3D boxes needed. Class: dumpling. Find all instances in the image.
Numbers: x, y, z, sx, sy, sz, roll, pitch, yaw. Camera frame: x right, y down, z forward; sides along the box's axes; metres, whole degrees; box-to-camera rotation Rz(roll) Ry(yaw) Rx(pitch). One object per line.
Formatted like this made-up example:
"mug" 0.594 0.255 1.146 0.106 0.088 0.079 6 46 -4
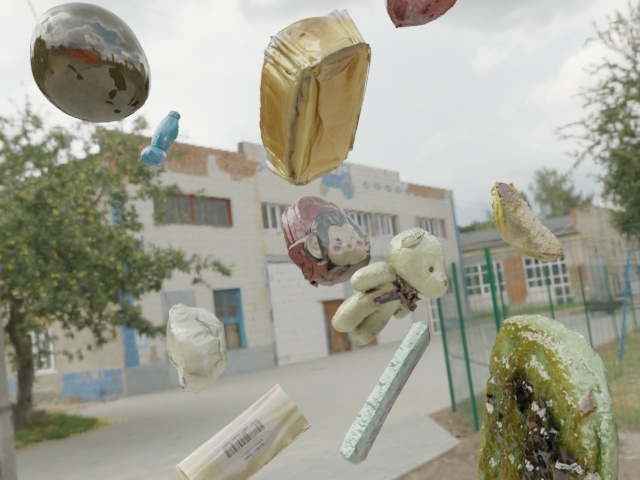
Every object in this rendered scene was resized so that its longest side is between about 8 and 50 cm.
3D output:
"dumpling" -0.251 0.217 1.417 0.127 0.188 0.108 -13 -10 -25

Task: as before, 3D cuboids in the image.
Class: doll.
"doll" 0.153 0.106 1.407 0.278 0.149 0.175 -48 -16 7

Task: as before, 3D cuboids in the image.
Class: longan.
"longan" -0.382 -0.291 1.133 0.198 0.212 0.198 -29 -7 -4

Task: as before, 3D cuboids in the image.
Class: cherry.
"cherry" 0.165 -0.390 0.932 0.225 0.107 0.090 -55 -30 13

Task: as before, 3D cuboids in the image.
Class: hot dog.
"hot dog" 0.326 -0.023 1.136 0.078 0.169 0.061 -43 6 -36

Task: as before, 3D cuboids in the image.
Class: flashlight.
"flashlight" -0.314 -0.202 1.357 0.051 0.129 0.051 17 -19 6

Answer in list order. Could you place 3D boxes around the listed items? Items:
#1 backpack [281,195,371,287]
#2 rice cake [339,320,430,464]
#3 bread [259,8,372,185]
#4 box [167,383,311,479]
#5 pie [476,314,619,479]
"backpack" 0.002 -0.002 1.566 0.229 0.229 0.139 -1 -30 -48
"rice cake" 0.088 0.199 0.903 0.033 0.207 0.033 34 -6 -40
"bread" -0.015 -0.198 0.978 0.136 0.107 0.241 -28 -29 -25
"box" -0.137 0.353 1.136 0.212 0.095 0.168 -35 -10 -30
"pie" 0.263 0.249 0.840 0.070 0.323 0.323 7 -8 -8
